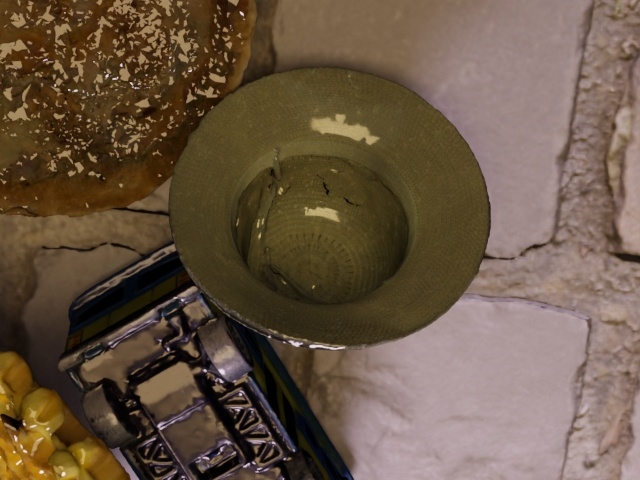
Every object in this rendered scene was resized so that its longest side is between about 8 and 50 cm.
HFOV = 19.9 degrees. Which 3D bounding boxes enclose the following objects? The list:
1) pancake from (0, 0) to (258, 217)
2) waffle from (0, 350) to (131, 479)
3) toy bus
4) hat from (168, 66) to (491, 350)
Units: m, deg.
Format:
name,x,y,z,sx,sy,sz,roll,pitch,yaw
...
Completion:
name,x,y,z,sx,sy,sz,roll,pitch,yaw
pancake,-0.231,-0.176,1.464,0.356,0.065,0.356,0,106,-2
waffle,-0.219,0.189,1.483,0.062,0.329,0.329,-42,106,-20
toy bus,-0.086,0.160,1.511,0.138,0.175,0.288,-30,106,4
hat,0.000,0.000,1.470,0.257,0.257,0.130,10,149,-3
